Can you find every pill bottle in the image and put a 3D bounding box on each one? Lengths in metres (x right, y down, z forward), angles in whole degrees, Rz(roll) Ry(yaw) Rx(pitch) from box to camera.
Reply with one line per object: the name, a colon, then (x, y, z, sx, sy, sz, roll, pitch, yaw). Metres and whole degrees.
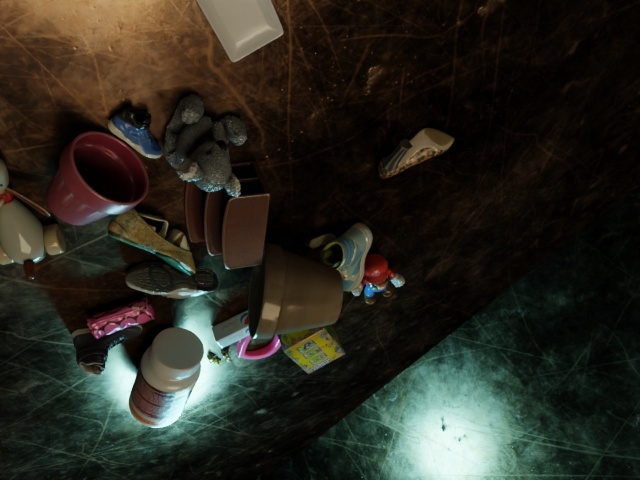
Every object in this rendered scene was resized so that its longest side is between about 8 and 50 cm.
pill bottle: (-0.588, 0.524, 1.914, 0.224, 0.224, 0.392, 1, 135, -34)

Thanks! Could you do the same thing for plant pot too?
plant pot: (-0.082, 0.180, 1.692, 0.280, 0.323, 0.323, 7, 134, -14)
plant pot: (-0.551, -0.131, 1.200, 0.180, 0.201, 0.201, -30, 146, 27)

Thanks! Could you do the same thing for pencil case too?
pencil case: (-0.665, 0.256, 1.659, 0.209, 0.095, 0.098, -21, 178, -14)

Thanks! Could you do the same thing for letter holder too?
letter holder: (-0.282, -0.063, 1.478, 0.214, 0.152, 0.302, -9, 140, -21)

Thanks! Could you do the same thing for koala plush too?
koala plush: (-0.285, -0.203, 1.247, 0.196, 0.221, 0.203, 18, 124, -45)

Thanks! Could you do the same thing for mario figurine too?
mario figurine: (0.241, 0.188, 2.092, 0.198, 0.170, 0.320, -58, 157, -19)

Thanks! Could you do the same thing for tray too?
tray: (-0.192, -0.530, 1.078, 0.145, 0.030, 0.270, -30, 143, 1)

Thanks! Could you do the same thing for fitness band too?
fitness band: (-0.252, 0.427, 2.161, 0.209, 0.054, 0.291, -4, 138, -29)

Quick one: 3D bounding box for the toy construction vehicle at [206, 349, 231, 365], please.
toy construction vehicle: (-0.436, 0.516, 2.162, 0.086, 0.035, 0.098, -23, 143, -7)

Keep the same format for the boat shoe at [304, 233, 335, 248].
boat shoe: (0.000, -0.002, 1.827, 0.133, 0.042, 0.049, -13, 112, -40)

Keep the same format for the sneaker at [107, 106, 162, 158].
sneaker: (-0.428, -0.265, 1.217, 0.084, 0.058, 0.152, -32, 138, 19)

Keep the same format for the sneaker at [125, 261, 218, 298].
sneaker: (-0.491, 0.150, 1.636, 0.297, 0.111, 0.129, 12, 145, -34)

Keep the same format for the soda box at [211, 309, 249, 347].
soda box: (-0.319, 0.344, 2.001, 0.216, 0.074, 0.069, -25, 143, -4)

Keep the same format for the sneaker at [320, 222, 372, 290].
sneaker: (0.070, 0.094, 1.872, 0.208, 0.127, 0.319, -28, 140, -39)

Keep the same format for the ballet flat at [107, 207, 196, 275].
ballet flat: (-0.468, 0.001, 1.478, 0.123, 0.123, 0.348, -36, 145, 9)

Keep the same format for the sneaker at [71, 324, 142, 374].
sneaker: (-0.715, 0.369, 1.702, 0.226, 0.163, 0.086, -7, 137, -29)

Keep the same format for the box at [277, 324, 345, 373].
box: (-0.068, 0.319, 1.953, 0.177, 0.290, 0.279, -30, 143, 2)

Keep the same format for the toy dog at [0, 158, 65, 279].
toy dog: (-0.747, -0.030, 1.202, 0.220, 0.161, 0.334, -29, 144, 0)

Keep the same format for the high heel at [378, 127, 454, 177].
high heel: (0.317, -0.286, 1.680, 0.261, 0.093, 0.186, -15, 160, -31)
